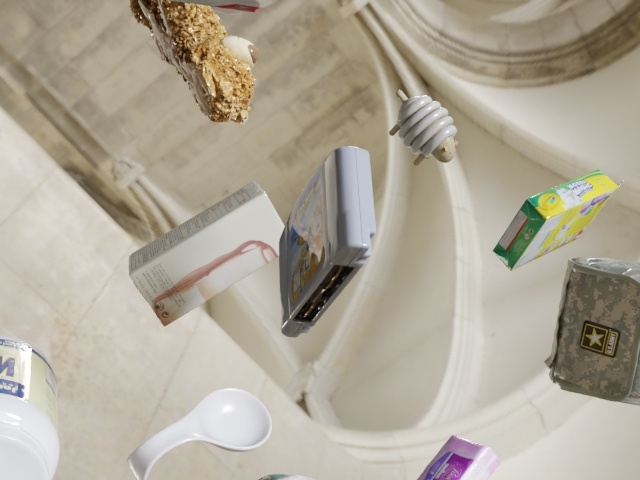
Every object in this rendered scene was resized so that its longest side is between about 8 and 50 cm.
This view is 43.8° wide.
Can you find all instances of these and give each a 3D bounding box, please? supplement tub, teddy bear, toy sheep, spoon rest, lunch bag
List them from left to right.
[{"bbox_3d":[-0.576,0.331,1.380,0.235,0.235,0.325,-42,-153,-1],"label":"supplement tub"},{"bbox_3d":[-0.197,-0.330,1.212,0.113,0.245,0.338,-30,-129,-16],"label":"teddy bear"},{"bbox_3d":[-0.206,0.344,1.427,0.276,0.137,0.084,-17,145,-40],"label":"spoon rest"},{"bbox_3d":[0.153,-0.170,1.190,0.091,0.132,0.091,-40,174,-5],"label":"toy sheep"},{"bbox_3d":[0.557,0.161,1.410,0.286,0.235,0.169,5,-165,0],"label":"lunch bag"}]

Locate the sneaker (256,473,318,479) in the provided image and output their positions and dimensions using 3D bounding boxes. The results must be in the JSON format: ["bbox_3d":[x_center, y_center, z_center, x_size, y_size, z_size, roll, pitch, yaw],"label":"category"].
[{"bbox_3d":[-0.027,0.321,0.557,0.121,0.108,0.302,133,-39,-67],"label":"sneaker"}]

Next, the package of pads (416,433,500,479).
[{"bbox_3d":[0.122,0.221,0.736,0.083,0.032,0.050,-43,-157,-26],"label":"package of pads"}]

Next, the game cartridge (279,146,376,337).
[{"bbox_3d":[0.000,0.000,1.216,0.297,0.062,0.198,124,-35,-52],"label":"game cartridge"}]

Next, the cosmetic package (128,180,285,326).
[{"bbox_3d":[-0.214,0.021,1.548,0.296,0.129,0.153,-32,-162,-3],"label":"cosmetic package"}]

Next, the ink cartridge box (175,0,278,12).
[{"bbox_3d":[-0.100,-0.327,0.939,0.175,0.127,0.072,-171,-97,-64],"label":"ink cartridge box"}]

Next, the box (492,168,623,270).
[{"bbox_3d":[0.318,-0.032,1.051,0.179,0.043,0.105,-18,148,-34],"label":"box"}]

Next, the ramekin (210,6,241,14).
[{"bbox_3d":[-0.185,-0.553,1.425,0.127,0.273,0.273,-47,-160,-21],"label":"ramekin"}]
